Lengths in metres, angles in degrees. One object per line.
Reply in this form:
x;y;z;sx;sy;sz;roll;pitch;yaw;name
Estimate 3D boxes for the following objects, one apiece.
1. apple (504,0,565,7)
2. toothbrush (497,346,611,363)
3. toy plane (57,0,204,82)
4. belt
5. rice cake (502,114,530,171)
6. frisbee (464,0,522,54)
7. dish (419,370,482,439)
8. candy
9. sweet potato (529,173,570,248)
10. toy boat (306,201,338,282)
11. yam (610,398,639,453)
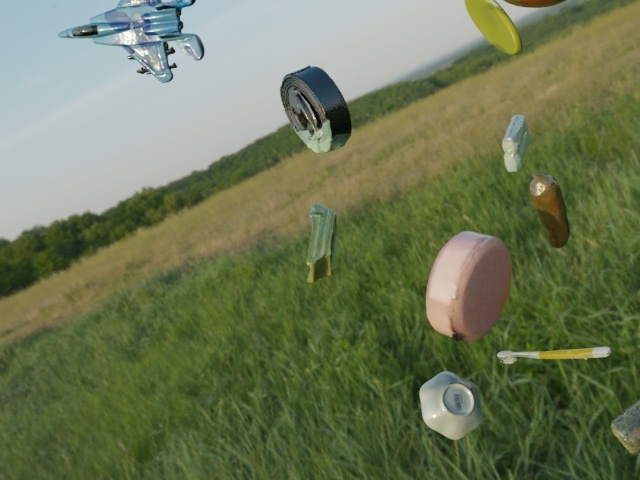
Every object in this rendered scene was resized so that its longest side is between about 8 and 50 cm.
0.443;-0.607;1.314;0.226;0.246;0.246;5;25;26;apple
0.449;0.226;1.239;0.021;0.024;0.288;-49;11;-25;toothbrush
-0.291;-0.320;0.954;0.246;0.169;0.078;2;18;27;toy plane
-0.011;-0.288;1.418;0.078;0.198;0.151;-29;-7;-29;belt
0.446;-0.228;1.444;0.042;0.080;0.222;-9;21;28;rice cake
0.479;-0.611;1.770;0.017;0.236;0.236;-40;9;5;frisbee
0.371;0.446;1.745;0.190;0.191;0.066;-31;-18;-22;dish
0.328;0.107;1.400;0.094;0.256;0.255;18;40;42;candy
0.572;-0.061;1.555;0.075;0.273;0.075;-19;44;19;sweet potato
0.006;-0.001;1.850;0.084;0.111;0.276;0;42;4;toy boat
0.567;0.227;0.972;0.274;0.061;0.061;-35;11;-3;yam
